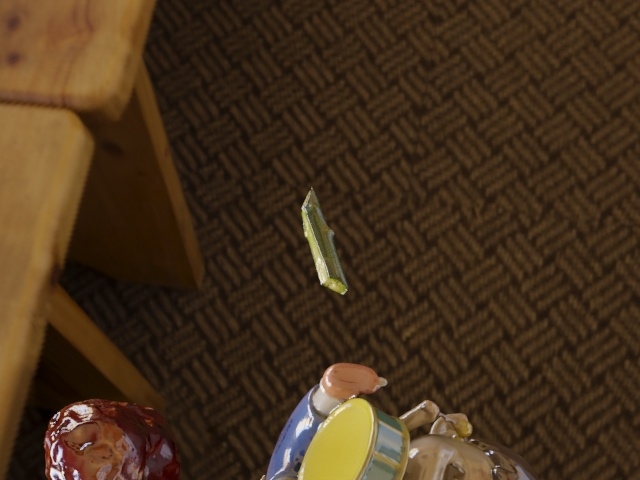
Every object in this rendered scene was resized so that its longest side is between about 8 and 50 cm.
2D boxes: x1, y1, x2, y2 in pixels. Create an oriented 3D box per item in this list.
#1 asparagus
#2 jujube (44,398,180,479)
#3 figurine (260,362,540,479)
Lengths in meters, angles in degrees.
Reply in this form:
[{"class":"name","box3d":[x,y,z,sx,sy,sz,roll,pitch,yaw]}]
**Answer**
[{"class":"asparagus","box3d":[0.001,0.000,1.129,0.021,0.025,0.108,-3,60,-26]},{"class":"jujube","box3d":[-0.119,0.127,0.733,0.077,0.129,0.077,0,78,1]},{"class":"figurine","box3d":[0.088,0.212,1.013,0.276,0.158,0.161,27,84,-23]}]
